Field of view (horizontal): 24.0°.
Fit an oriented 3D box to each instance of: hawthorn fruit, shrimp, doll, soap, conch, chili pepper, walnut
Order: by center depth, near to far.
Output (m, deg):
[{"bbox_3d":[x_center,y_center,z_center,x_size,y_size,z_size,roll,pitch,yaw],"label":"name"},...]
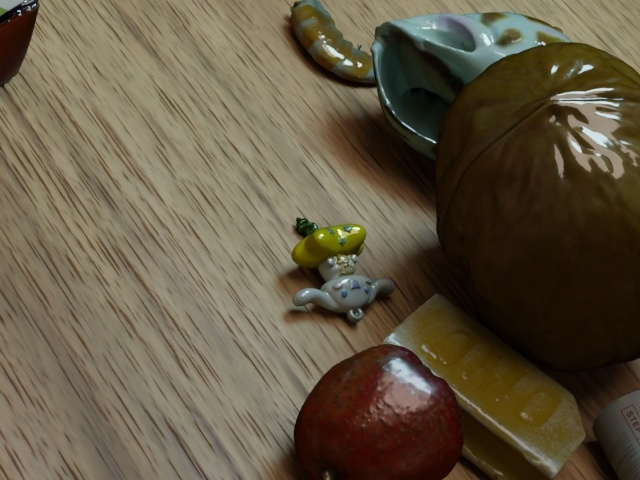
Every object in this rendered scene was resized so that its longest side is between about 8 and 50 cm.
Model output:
[{"bbox_3d":[0.039,0.200,1.501,0.203,0.162,0.162,-34,66,-28],"label":"hawthorn fruit"},{"bbox_3d":[0.177,0.170,1.648,0.232,0.073,0.140,38,40,13],"label":"soap"},{"bbox_3d":[0.014,0.043,1.718,0.113,0.071,0.135,52,49,2],"label":"doll"},{"bbox_3d":[0.288,-0.037,1.719,0.308,0.398,0.354,-28,58,-2],"label":"walnut"},{"bbox_3d":[0.000,0.000,1.783,0.083,0.022,0.027,37,73,11],"label":"chili pepper"},{"bbox_3d":[0.236,-0.173,1.968,0.368,0.197,0.249,27,65,7],"label":"conch"},{"bbox_3d":[0.044,-0.281,2.098,0.166,0.049,0.161,-5,51,-35],"label":"shrimp"}]

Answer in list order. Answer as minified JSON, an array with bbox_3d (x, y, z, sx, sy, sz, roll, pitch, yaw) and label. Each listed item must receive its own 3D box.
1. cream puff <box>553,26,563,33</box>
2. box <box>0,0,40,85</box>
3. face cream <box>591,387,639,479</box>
[{"bbox_3d":[0.306,-0.249,2.150,0.094,0.122,0.116,58,-1,3],"label":"cream puff"},{"bbox_3d":[-0.571,-0.254,1.664,0.385,0.122,0.344,32,40,7],"label":"box"},{"bbox_3d":[0.383,0.271,1.633,0.096,0.096,0.214,1,46,-28],"label":"face cream"}]
